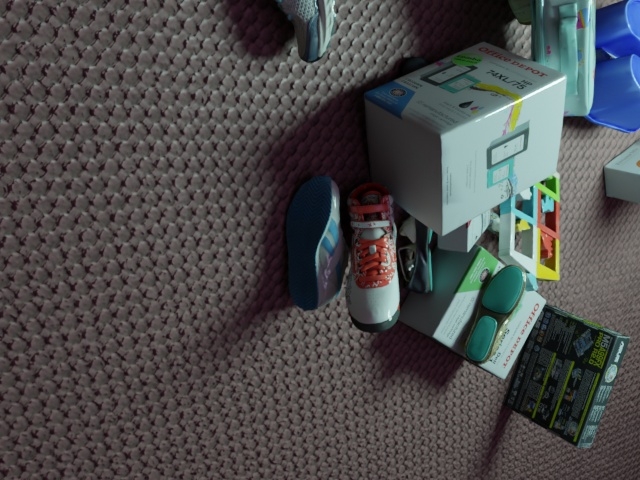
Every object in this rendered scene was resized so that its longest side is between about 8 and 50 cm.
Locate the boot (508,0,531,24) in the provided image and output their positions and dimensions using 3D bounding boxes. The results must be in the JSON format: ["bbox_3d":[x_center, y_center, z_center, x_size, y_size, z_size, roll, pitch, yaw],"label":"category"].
[{"bbox_3d":[0.397,-0.534,1.291,0.165,0.077,0.213,32,90,-38],"label":"boot"}]

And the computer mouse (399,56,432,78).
[{"bbox_3d":[0.230,-0.261,1.285,0.242,0.041,0.071,26,89,-40],"label":"computer mouse"}]

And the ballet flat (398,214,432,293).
[{"bbox_3d":[0.182,0.005,1.323,0.074,0.074,0.203,-11,110,-34],"label":"ballet flat"}]

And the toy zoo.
[{"bbox_3d":[0.436,-0.036,1.446,0.192,0.030,0.293,22,67,-40],"label":"toy zoo"}]

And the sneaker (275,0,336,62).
[{"bbox_3d":[-0.060,-0.392,0.999,0.122,0.110,0.283,-18,115,-12],"label":"sneaker"}]

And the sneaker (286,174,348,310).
[{"bbox_3d":[0.000,0.000,1.185,0.092,0.087,0.228,-15,116,-51],"label":"sneaker"}]

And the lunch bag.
[{"bbox_3d":[0.419,-0.365,1.210,0.224,0.108,0.279,-64,146,-47],"label":"lunch bag"}]

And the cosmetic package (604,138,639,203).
[{"bbox_3d":[0.914,-0.199,1.664,0.377,0.284,0.097,-34,122,-23],"label":"cosmetic package"}]

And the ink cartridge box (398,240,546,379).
[{"bbox_3d":[0.318,0.141,1.442,0.278,0.117,0.201,33,85,-39],"label":"ink cartridge box"}]

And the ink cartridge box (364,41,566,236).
[{"bbox_3d":[0.244,-0.181,1.188,0.270,0.198,0.197,-28,133,-22],"label":"ink cartridge box"}]

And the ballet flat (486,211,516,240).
[{"bbox_3d":[0.384,-0.027,1.484,0.114,0.041,0.041,33,85,-39],"label":"ballet flat"}]

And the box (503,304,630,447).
[{"bbox_3d":[0.566,0.309,1.625,0.060,0.216,0.270,11,98,-39],"label":"box"}]

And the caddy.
[{"bbox_3d":[0.635,-0.362,1.471,0.341,0.179,0.241,6,79,-38],"label":"caddy"}]

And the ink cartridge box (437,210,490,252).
[{"bbox_3d":[0.278,-0.058,1.339,0.150,0.063,0.109,-39,131,-52],"label":"ink cartridge box"}]

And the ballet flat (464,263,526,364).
[{"bbox_3d":[0.337,0.142,1.350,0.206,0.073,0.067,-62,155,1],"label":"ballet flat"}]

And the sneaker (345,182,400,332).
[{"bbox_3d":[0.081,0.015,1.151,0.090,0.270,0.145,-4,126,11],"label":"sneaker"}]
